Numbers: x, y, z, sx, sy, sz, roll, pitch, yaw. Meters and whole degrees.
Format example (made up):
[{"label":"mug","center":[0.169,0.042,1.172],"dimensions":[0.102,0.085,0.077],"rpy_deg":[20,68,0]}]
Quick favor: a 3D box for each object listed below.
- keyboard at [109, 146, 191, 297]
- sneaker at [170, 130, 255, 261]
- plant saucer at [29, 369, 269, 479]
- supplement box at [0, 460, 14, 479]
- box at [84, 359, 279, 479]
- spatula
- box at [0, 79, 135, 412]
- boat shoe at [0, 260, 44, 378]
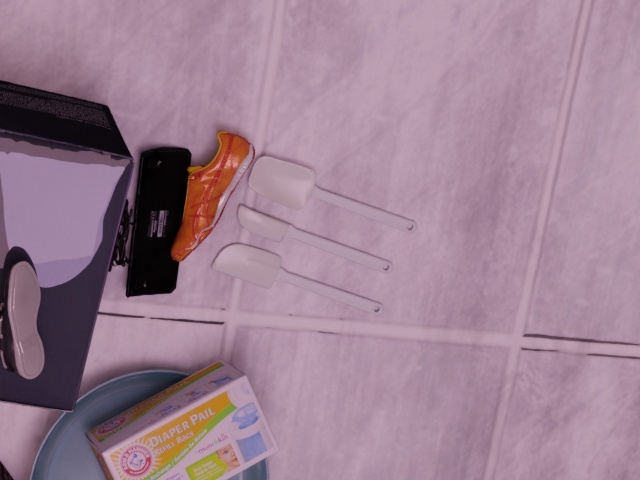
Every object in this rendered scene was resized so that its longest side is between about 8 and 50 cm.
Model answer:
[{"label":"keyboard","center":[-0.219,-0.025,1.773],"dimensions":[0.100,0.038,0.192],"rpy_deg":[-2,107,-37]},{"label":"sneaker","center":[-0.146,-0.056,1.766],"dimensions":[0.067,0.064,0.175],"rpy_deg":[28,91,-6]},{"label":"plant saucer","center":[-0.222,0.319,1.835],"dimensions":[0.318,0.044,0.317],"rpy_deg":[-3,98,-20]},{"label":"supplement box","center":[-0.404,0.419,1.831],"dimensions":[0.130,0.073,0.239],"rpy_deg":[-30,112,-4]},{"label":"box","center":[-0.174,0.250,1.766],"dimensions":[0.203,0.103,0.114],"rpy_deg":[-28,106,-16]},{"label":"spatula","center":[0.000,0.000,1.833],"dimensions":[0.242,0.019,0.168],"rpy_deg":[19,100,-18]},{"label":"box","center":[-0.338,-0.003,1.604],"dimensions":[0.183,0.294,0.296],"rpy_deg":[12,104,-16]},{"label":"boat shoe","center":[-0.311,0.080,1.457],"dimensions":[0.046,0.038,0.125],"rpy_deg":[-30,122,-51]}]
